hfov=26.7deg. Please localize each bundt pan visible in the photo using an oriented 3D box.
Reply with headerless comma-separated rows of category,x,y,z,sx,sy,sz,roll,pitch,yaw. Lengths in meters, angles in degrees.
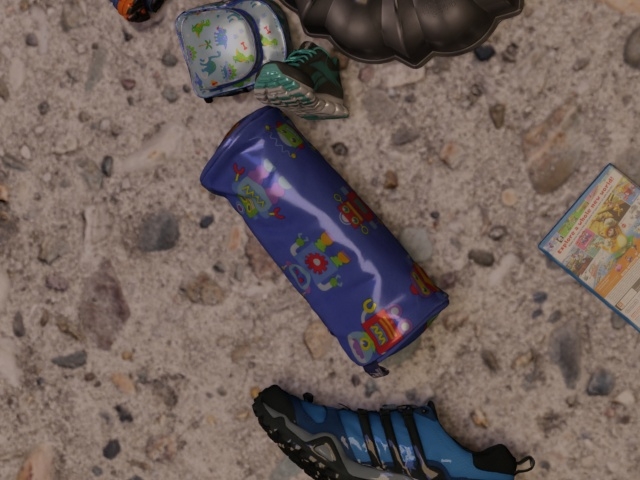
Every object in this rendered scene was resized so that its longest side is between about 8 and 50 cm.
bundt pan,0.076,-0.343,1.385,0.331,0.124,0.330,1,97,11

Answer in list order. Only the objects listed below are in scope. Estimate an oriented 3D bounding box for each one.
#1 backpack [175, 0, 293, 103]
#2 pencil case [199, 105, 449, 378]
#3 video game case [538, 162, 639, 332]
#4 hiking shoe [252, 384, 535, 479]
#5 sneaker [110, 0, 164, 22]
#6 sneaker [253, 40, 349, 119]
backpack,-0.091,-0.210,1.454,0.114,0.084,0.105,-14,97,10
pencil case,0.000,0.000,1.448,0.306,0.119,0.133,49,124,1
video game case,0.334,0.015,1.437,0.166,0.015,0.119,40,103,3
hiking shoe,0.071,0.227,1.487,0.304,0.113,0.132,28,72,13
sneaker,-0.181,-0.350,1.458,0.087,0.083,0.221,34,99,13
sneaker,-0.022,-0.174,1.412,0.065,0.166,0.076,-2,84,22
